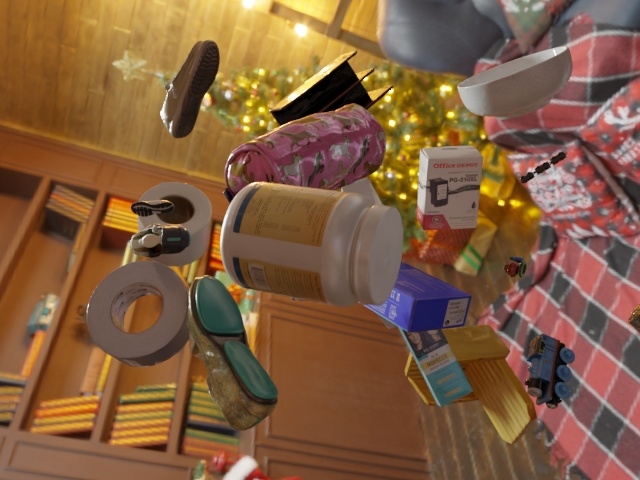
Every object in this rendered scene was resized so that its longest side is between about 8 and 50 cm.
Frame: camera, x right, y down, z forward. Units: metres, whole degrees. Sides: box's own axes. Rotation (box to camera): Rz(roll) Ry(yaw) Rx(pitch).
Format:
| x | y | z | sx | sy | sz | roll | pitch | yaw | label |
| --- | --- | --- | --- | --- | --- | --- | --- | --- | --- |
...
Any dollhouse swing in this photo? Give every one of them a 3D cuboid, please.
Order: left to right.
| x | y | z | sx | sy | sz | roll | pitch | yaw | label |
| --- | --- | --- | --- | --- | --- | --- | --- | --- | --- |
| 0.471 | 0.494 | 2.068 | 0.347 | 0.315 | 0.305 | 93 | 169 | -54 | dollhouse swing |

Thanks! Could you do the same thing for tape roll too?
| x | y | z | sx | sy | sz | roll | pitch | yaw | label |
| --- | --- | --- | --- | --- | --- | --- | --- | --- | --- |
| -0.380 | 0.155 | 1.367 | 0.072 | 0.219 | 0.219 | 75 | -160 | -64 | tape roll |
| -0.497 | -0.055 | 2.184 | 0.169 | 0.246 | 0.246 | 106 | 169 | -50 | tape roll |

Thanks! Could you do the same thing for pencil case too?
| x | y | z | sx | sy | sz | roll | pitch | yaw | label |
| --- | --- | --- | --- | --- | --- | --- | --- | --- | --- |
| -0.016 | -0.159 | 1.289 | 0.386 | 0.160 | 0.167 | -33 | -13 | -47 | pencil case |

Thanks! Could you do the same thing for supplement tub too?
| x | y | z | sx | sy | sz | roll | pitch | yaw | label |
| --- | --- | --- | --- | --- | --- | --- | --- | --- | --- |
| -0.009 | 0.005 | 0.812 | 0.144 | 0.199 | 0.144 | 9 | -90 | -66 | supplement tub |

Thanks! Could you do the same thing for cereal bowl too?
| x | y | z | sx | sy | sz | roll | pitch | yaw | label |
| --- | --- | --- | --- | --- | --- | --- | --- | --- | --- |
| 0.591 | -0.457 | 1.922 | 0.339 | 0.339 | 0.141 | -138 | 27 | -73 | cereal bowl |

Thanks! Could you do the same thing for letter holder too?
| x | y | z | sx | sy | sz | roll | pitch | yaw | label |
| --- | --- | --- | --- | --- | --- | --- | --- | --- | --- |
| 0.035 | -0.417 | 1.885 | 0.302 | 0.152 | 0.214 | -40 | 19 | -14 | letter holder |

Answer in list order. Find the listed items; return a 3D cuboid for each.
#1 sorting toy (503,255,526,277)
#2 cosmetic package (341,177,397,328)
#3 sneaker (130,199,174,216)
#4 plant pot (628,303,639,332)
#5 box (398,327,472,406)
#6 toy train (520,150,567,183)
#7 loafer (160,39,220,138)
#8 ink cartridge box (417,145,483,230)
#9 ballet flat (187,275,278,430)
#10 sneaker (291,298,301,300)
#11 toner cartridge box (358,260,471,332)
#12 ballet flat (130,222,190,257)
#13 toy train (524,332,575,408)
| x | y | z | sx | sy | sz | roll | pitch | yaw | label |
| --- | --- | --- | --- | --- | --- | --- | --- | --- | --- |
| 0.568 | 0.076 | 1.873 | 0.042 | 0.102 | 0.061 | 16 | 98 | 37 | sorting toy |
| 0.175 | 0.043 | 1.935 | 0.284 | 0.097 | 0.377 | 55 | -158 | -58 | cosmetic package |
| -0.436 | -0.085 | 1.658 | 0.044 | 0.109 | 0.040 | -138 | 50 | -70 | sneaker |
| 0.764 | 0.179 | 1.356 | 0.167 | 0.165 | 0.167 | -43 | -18 | -18 | plant pot |
| 0.313 | 0.321 | 1.752 | 0.244 | 0.100 | 0.060 | 63 | 176 | 8 | box |
| 0.684 | -0.222 | 1.958 | 0.158 | 0.036 | 0.027 | -33 | 73 | 14 | toy train |
| -0.346 | -0.396 | 1.638 | 0.268 | 0.092 | 0.102 | -62 | -18 | 19 | loafer |
| 0.393 | -0.160 | 1.959 | 0.100 | 0.172 | 0.237 | -100 | 8 | -63 | ink cartridge box |
| -0.191 | 0.213 | 1.222 | 0.348 | 0.123 | 0.123 | 54 | 133 | 41 | ballet flat |
| 0.000 | -0.001 | 1.621 | 0.127 | 0.182 | 0.316 | -17 | -76 | -84 | sneaker |
| 0.147 | 0.096 | 1.416 | 0.348 | 0.165 | 0.075 | 28 | 112 | 51 | toner cartridge box |
| -0.335 | 0.000 | 1.270 | 0.203 | 0.074 | 0.074 | -5 | 70 | 50 | ballet flat |
| 0.575 | 0.331 | 1.620 | 0.080 | 0.105 | 0.184 | 111 | -179 | -59 | toy train |
